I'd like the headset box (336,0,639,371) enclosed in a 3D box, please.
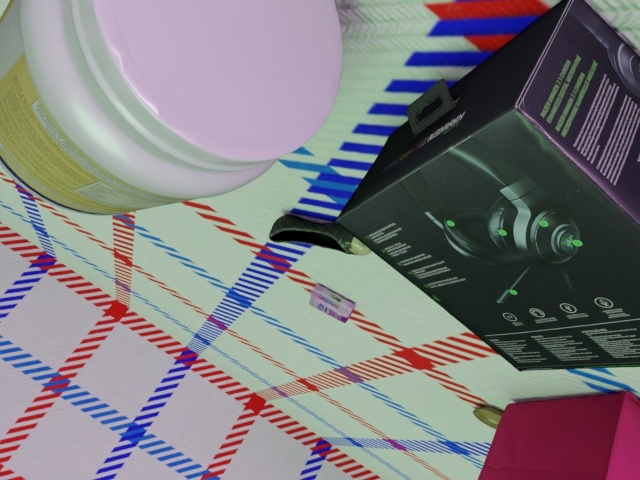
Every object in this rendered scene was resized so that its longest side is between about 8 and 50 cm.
[{"bbox_3d":[0.184,-0.021,0.464,0.283,0.131,0.246,38,153,-10],"label":"headset box"}]

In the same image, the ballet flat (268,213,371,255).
[{"bbox_3d":[0.000,0.000,0.791,0.173,0.049,0.057,13,148,35],"label":"ballet flat"}]

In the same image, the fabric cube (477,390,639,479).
[{"bbox_3d":[0.413,0.405,0.796,0.254,0.259,0.258,36,151,-5],"label":"fabric cube"}]

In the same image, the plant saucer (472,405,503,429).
[{"bbox_3d":[0.339,0.344,1.042,0.083,0.015,0.083,26,152,15],"label":"plant saucer"}]

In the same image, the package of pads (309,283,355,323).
[{"bbox_3d":[0.020,0.117,0.989,0.083,0.032,0.050,28,156,10],"label":"package of pads"}]

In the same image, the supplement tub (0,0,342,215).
[{"bbox_3d":[-0.164,-0.151,0.503,0.331,0.241,0.241,-2,137,49],"label":"supplement tub"}]
